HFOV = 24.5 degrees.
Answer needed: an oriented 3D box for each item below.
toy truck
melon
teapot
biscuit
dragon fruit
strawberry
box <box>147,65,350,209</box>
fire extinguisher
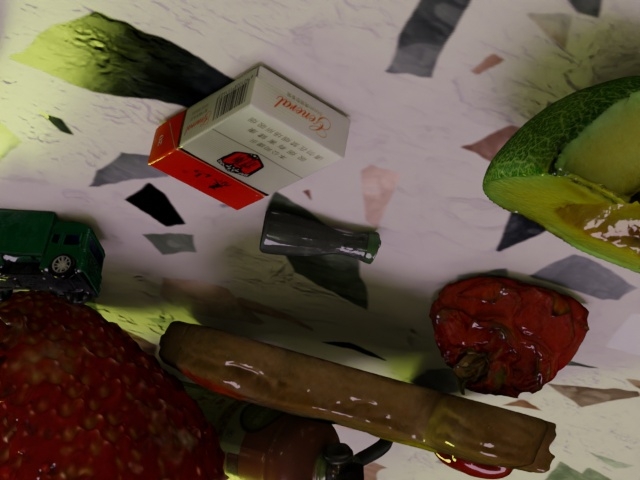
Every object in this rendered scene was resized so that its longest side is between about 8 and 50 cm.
[{"bbox_3d":[-0.288,0.018,1.473,0.147,0.079,0.065,4,150,15],"label":"toy truck"},{"bbox_3d":[0.237,-0.055,1.129,0.265,0.129,0.169,26,171,-32],"label":"melon"},{"bbox_3d":[0.000,0.000,1.381,0.110,0.043,0.043,10,152,-4],"label":"teapot"},{"bbox_3d":[0.036,0.167,1.501,0.394,0.076,0.368,17,176,-10],"label":"biscuit"},{"bbox_3d":[0.172,0.092,1.422,0.162,0.106,0.083,4,150,19],"label":"dragon fruit"},{"bbox_3d":[-0.263,0.201,1.520,0.343,0.292,0.292,57,146,6],"label":"strawberry"},{"bbox_3d":[-0.062,-0.083,1.244,0.100,0.048,0.152,30,144,-29],"label":"box"},{"bbox_3d":[-0.071,0.215,1.686,0.376,0.200,0.113,11,133,36],"label":"fire extinguisher"}]
